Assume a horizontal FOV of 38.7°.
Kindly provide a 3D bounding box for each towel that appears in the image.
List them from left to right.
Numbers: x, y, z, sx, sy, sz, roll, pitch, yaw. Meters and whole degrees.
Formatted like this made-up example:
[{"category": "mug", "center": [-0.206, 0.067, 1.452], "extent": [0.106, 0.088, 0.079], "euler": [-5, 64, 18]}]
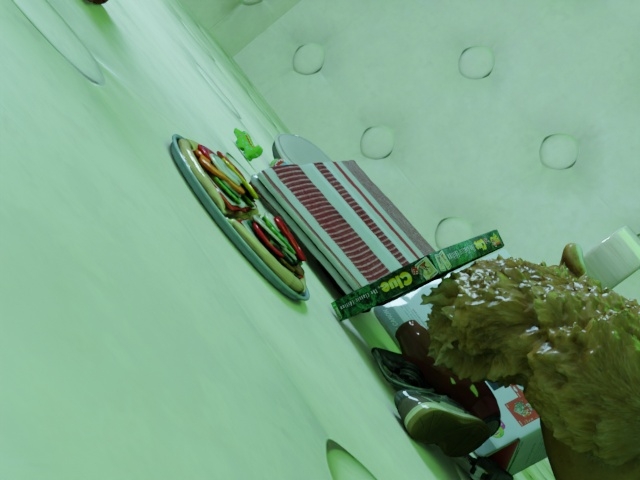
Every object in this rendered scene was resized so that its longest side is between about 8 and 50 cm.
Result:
[{"category": "towel", "center": [0.050, -0.014, 1.281], "extent": [0.237, 0.037, 0.329], "euler": [49, 23, 12]}]

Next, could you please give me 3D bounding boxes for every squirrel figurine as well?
[{"category": "squirrel figurine", "center": [0.306, 0.132, 1.073], "extent": [0.397, 0.281, 0.370], "euler": [42, 15, -34]}]

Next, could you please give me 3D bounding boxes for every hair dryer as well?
[{"category": "hair dryer", "center": [0.147, 0.169, 1.128], "extent": [0.224, 0.080, 0.293], "euler": [51, 4, -13]}]

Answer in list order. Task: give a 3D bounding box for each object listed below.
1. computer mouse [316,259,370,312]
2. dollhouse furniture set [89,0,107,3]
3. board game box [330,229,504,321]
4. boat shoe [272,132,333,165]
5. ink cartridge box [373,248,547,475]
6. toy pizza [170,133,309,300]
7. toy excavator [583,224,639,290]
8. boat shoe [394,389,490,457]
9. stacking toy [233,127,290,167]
[{"category": "computer mouse", "center": [0.000, 0.000, 1.262], "extent": [0.242, 0.041, 0.071], "euler": [52, 6, 15]}, {"category": "dollhouse furniture set", "center": [-0.189, -0.471, 1.055], "extent": [0.201, 0.374, 0.152], "euler": [48, 1, -15]}, {"category": "board game box", "center": [0.126, 0.038, 1.104], "extent": [0.030, 0.136, 0.259], "euler": [62, 27, 7]}, {"category": "boat shoe", "center": [-0.007, -0.076, 1.608], "extent": [0.112, 0.096, 0.335], "euler": [1, 33, -34]}, {"category": "ink cartridge box", "center": [0.264, 0.199, 1.444], "extent": [0.309, 0.271, 0.130], "euler": [55, -25, 35]}, {"category": "toy pizza", "center": [-0.068, -0.027, 0.866], "extent": [0.201, 0.032, 0.201], "euler": [51, 5, -6]}, {"category": "toy excavator", "center": [0.440, 0.151, 1.843], "extent": [0.222, 0.445, 0.433], "euler": [52, 4, 14]}, {"category": "boat shoe", "center": [0.127, 0.183, 0.938], "extent": [0.152, 0.056, 0.049], "euler": [37, 13, -51]}, {"category": "stacking toy", "center": [-0.037, -0.075, 1.422], "extent": [0.221, 0.052, 0.167], "euler": [53, 5, 23]}]
